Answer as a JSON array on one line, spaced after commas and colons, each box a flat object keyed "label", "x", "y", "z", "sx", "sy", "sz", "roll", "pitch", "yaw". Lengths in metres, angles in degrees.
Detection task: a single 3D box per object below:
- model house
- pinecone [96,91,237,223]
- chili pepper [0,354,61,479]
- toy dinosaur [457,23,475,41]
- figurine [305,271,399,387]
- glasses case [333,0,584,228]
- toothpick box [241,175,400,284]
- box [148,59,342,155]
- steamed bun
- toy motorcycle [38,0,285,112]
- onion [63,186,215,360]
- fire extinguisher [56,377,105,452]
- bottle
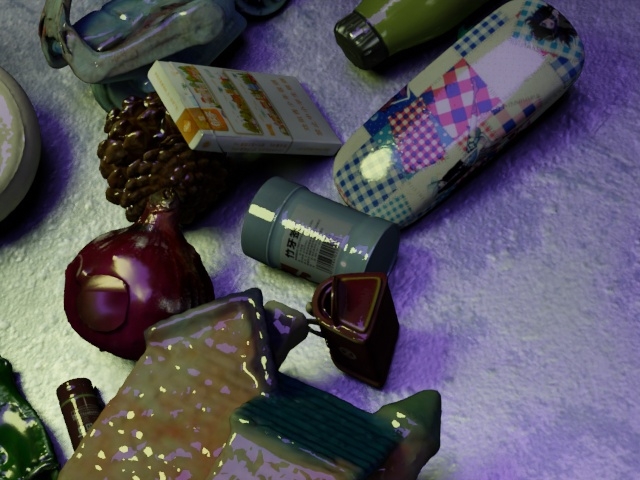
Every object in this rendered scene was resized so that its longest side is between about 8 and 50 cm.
[{"label": "model house", "x": -0.053, "y": 0.215, "z": 1.274, "sx": 0.312, "sy": 0.245, "sz": 0.280, "roll": 22, "pitch": 62, "yaw": 18}, {"label": "pinecone", "x": -0.187, "y": -0.100, "z": 1.488, "sx": 0.174, "sy": 0.173, "sz": 0.173, "roll": -4, "pitch": 64, "yaw": 9}, {"label": "chili pepper", "x": -0.351, "y": 0.214, "z": 1.422, "sx": 0.108, "sy": 0.062, "sz": 0.216, "roll": -17, "pitch": 62, "yaw": -5}, {"label": "toy dinosaur", "x": 0.223, "y": -0.227, "z": 1.528, "sx": 0.096, "sy": 0.059, "sz": 0.132, "roll": -35, "pitch": 58, "yaw": 7}, {"label": "figurine", "x": 0.025, "y": 0.082, "z": 1.356, "sx": 0.098, "sy": 0.154, "sz": 0.082, "roll": 11, "pitch": 62, "yaw": 20}, {"label": "glasses case", "x": 0.156, "y": -0.145, "z": 1.463, "sx": 0.327, "sy": 0.076, "sz": 0.125, "roll": -41, "pitch": 71, "yaw": 3}, {"label": "toothpick box", "x": 0.000, "y": 0.000, "z": 1.431, "sx": 0.153, "sy": 0.101, "sz": 0.101, "roll": 23, "pitch": 71, "yaw": 20}, {"label": "box", "x": -0.084, "y": -0.150, "z": 1.473, "sx": 0.032, "sy": 0.220, "sz": 0.122, "roll": -50, "pitch": 58, "yaw": 32}, {"label": "steamed bun", "x": -0.454, "y": -0.112, "z": 1.542, "sx": 0.232, "sy": 0.145, "sz": 0.232, "roll": 1, "pitch": 83, "yaw": -8}, {"label": "toy motorcycle", "x": -0.185, "y": -0.303, "z": 1.540, "sx": 0.319, "sy": 0.241, "sz": 0.182, "roll": -45, "pitch": 58, "yaw": -13}, {"label": "onion", "x": -0.202, "y": 0.039, "z": 1.393, "sx": 0.173, "sy": 0.135, "sz": 0.198, "roll": 16, "pitch": 109, "yaw": 24}, {"label": "fire extinguisher", "x": -0.250, "y": 0.228, "z": 1.404, "sx": 0.064, "sy": 0.043, "sz": 0.158, "roll": -1, "pitch": 55, "yaw": -38}, {"label": "bottle", "x": 0.134, "y": -0.307, "z": 1.547, "sx": 0.260, "sy": 0.112, "sz": 0.112, "roll": -38, "pitch": 64, "yaw": -8}]
